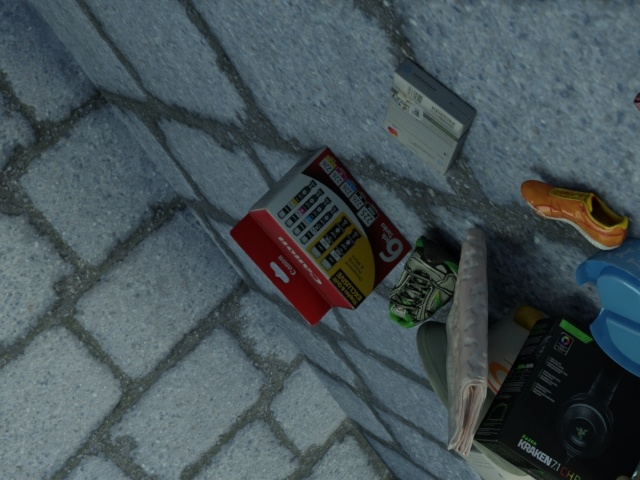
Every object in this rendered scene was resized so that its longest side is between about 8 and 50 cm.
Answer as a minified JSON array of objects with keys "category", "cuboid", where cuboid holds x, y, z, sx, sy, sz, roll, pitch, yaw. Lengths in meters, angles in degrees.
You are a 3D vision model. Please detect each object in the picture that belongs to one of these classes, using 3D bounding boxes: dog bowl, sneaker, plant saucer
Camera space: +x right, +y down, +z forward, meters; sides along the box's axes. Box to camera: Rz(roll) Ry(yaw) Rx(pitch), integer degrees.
[{"category":"dog bowl","cuboid":[0.505,0.110,1.339,0.166,0.074,0.297,27,157,44]},{"category":"sneaker","cuboid":[0.225,0.108,1.852,0.134,0.146,0.344,39,161,18]},{"category":"sneaker","cuboid":[0.384,-0.054,1.283,0.175,0.064,0.067,30,139,25]},{"category":"plant saucer","cuboid":[0.378,0.323,1.893,0.400,0.100,0.400,41,-158,-20]}]

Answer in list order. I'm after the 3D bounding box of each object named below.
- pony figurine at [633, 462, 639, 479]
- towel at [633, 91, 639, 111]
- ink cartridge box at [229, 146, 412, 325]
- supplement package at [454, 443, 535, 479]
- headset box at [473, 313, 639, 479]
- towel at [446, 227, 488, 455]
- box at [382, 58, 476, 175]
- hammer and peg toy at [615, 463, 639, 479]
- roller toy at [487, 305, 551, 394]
[{"category":"pony figurine","cuboid":[0.653,0.586,1.856,0.351,0.302,0.363,60,174,-19]},{"category":"towel","cuboid":[0.526,-0.064,0.951,0.329,0.037,0.237,47,164,-10]},{"category":"ink cartridge box","cuboid":[0.000,0.000,1.899,0.309,0.272,0.130,48,163,-14]},{"category":"supplement package","cuboid":[0.532,0.585,2.208,0.293,0.175,0.177,45,162,-4]},{"category":"headset box","cuboid":[0.459,0.301,1.528,0.246,0.283,0.131,34,165,-2]},{"category":"towel","cuboid":[0.277,0.197,1.625,0.053,0.332,0.317,4,143,4]},{"category":"box","cuboid":[0.177,-0.201,1.424,0.145,0.038,0.186,41,162,13]},{"category":"hammer and peg toy","cuboid":[0.617,0.338,1.297,0.127,0.266,0.361,27,167,-12]},{"category":"roller toy","cuboid":[0.417,0.234,1.707,0.209,0.146,0.191,55,158,-4]}]
